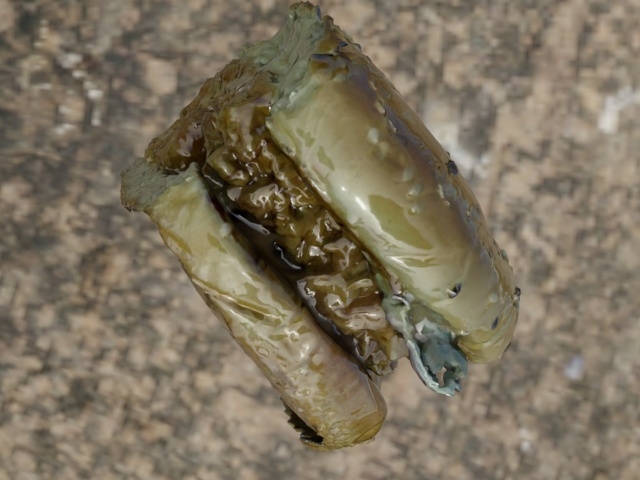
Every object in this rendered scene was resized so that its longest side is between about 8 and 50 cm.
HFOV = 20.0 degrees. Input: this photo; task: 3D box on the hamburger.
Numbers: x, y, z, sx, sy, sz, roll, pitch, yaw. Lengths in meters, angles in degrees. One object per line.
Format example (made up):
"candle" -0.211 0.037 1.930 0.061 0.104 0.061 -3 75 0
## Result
"hamburger" 0.000 0.000 1.237 0.195 0.318 0.277 -38 105 -1
